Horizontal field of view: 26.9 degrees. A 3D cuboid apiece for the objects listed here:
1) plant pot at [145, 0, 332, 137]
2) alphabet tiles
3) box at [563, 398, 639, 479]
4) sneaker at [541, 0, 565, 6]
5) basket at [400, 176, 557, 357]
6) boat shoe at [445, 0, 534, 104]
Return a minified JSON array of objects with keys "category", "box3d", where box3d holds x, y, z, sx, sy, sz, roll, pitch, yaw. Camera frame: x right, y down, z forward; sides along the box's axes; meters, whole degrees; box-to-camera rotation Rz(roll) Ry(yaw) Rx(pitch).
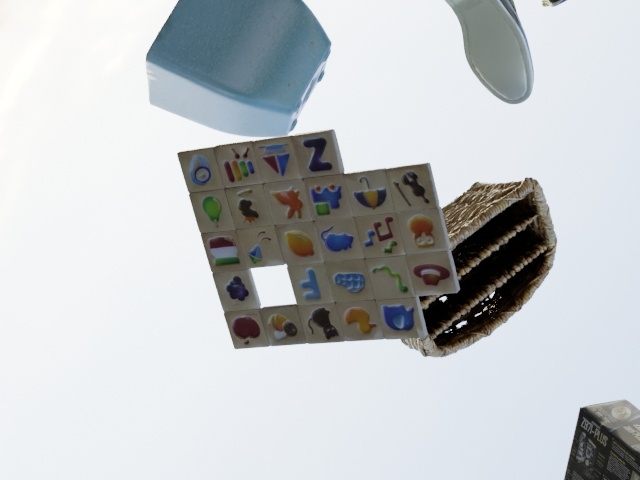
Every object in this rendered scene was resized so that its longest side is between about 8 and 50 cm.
[{"category":"plant pot","box3d":[-0.124,-0.311,2.265,0.247,0.252,0.248,-62,179,-14]},{"category":"alphabet tiles","box3d":[0.000,0.000,1.183,0.237,0.198,0.009,-6,-161,27]},{"category":"box","box3d":[0.391,0.308,1.671,0.180,0.077,0.147,42,-49,54]},{"category":"sneaker","box3d":[0.379,-0.402,2.189,0.031,0.035,0.083,-28,-167,-15]},{"category":"basket","box3d":[0.253,0.058,2.211,0.299,0.213,0.223,-36,-169,-14]},{"category":"boat shoe","box3d":[0.275,-0.371,2.206,0.109,0.305,0.091,-21,-164,34]}]
